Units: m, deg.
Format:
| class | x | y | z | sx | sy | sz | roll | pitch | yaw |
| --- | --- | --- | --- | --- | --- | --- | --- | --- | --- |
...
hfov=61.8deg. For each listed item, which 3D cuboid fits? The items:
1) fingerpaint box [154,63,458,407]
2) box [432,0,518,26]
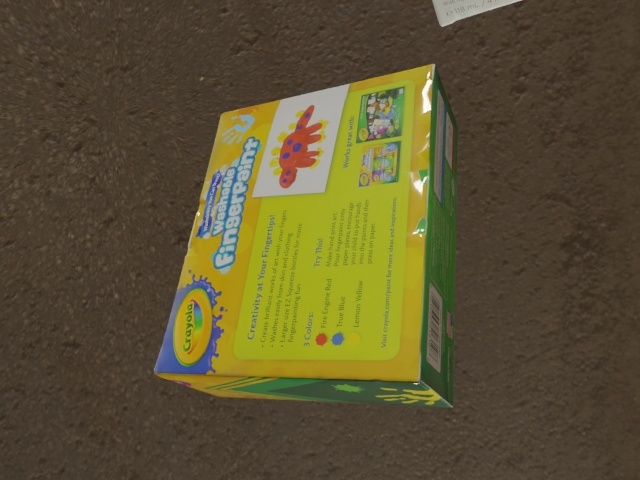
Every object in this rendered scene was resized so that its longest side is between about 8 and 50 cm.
| class | x | y | z | sx | sy | sz | roll | pitch | yaw |
| --- | --- | --- | --- | --- | --- | --- | --- | --- | --- |
| fingerpaint box | 0.000 | 0.000 | 0.785 | 0.163 | 0.371 | 0.444 | 46 | 45 | -52 |
| box | 0.216 | -0.357 | 0.595 | 0.119 | 0.181 | 0.182 | 57 | 42 | -35 |
